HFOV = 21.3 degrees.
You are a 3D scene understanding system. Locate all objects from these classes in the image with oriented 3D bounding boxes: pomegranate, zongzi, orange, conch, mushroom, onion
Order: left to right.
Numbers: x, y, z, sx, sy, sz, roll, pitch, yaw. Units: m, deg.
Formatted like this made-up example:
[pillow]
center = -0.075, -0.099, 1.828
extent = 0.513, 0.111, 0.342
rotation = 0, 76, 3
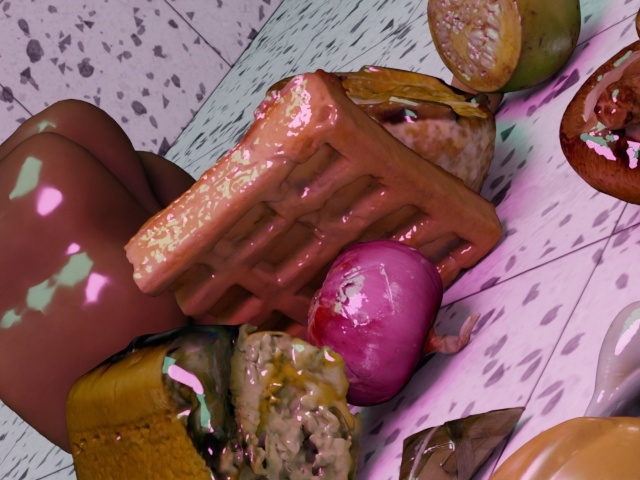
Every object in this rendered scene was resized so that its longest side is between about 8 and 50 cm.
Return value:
[orange]
center = 0.063, -0.094, 2.023
extent = 0.369, 0.271, 0.210
rotation = -104, 20, -74
[onion]
center = 0.058, 0.087, 1.740
extent = 0.177, 0.153, 0.177
rotation = -47, 9, 10
[zongzi]
center = 0.121, 0.195, 1.473
extent = 0.119, 0.055, 0.109
rotation = -25, 25, 25
[pomegranate]
center = 0.249, -0.261, 2.171
extent = 0.159, 0.241, 0.190
rotation = -15, 20, -35
[conch]
center = 0.268, 0.092, 1.343
extent = 0.088, 0.065, 0.180
rotation = 26, 81, 37
[mushroom]
center = 0.341, -0.118, 1.580
extent = 0.231, 0.138, 0.194
rotation = -14, 20, 44

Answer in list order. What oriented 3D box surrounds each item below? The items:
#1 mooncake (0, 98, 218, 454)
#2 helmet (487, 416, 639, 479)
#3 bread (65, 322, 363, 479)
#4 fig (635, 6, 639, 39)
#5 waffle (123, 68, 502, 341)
[mooncake]
center = -0.263, 0.061, 2.115
extent = 0.262, 0.467, 0.467
rotation = -38, 16, 13
[helmet]
center = 0.183, 0.193, 1.150
extent = 0.257, 0.140, 0.205
rotation = -47, 15, 5
[bread]
center = -0.118, 0.216, 1.725
extent = 0.208, 0.251, 0.376
rotation = -1, -12, -32
[fig]
center = 0.397, -0.245, 1.861
extent = 0.098, 0.082, 0.084
rotation = -33, -24, -13
[waffle]
center = 0.000, 0.000, 1.810
extent = 0.304, 0.348, 0.077
rotation = -40, 45, 17
